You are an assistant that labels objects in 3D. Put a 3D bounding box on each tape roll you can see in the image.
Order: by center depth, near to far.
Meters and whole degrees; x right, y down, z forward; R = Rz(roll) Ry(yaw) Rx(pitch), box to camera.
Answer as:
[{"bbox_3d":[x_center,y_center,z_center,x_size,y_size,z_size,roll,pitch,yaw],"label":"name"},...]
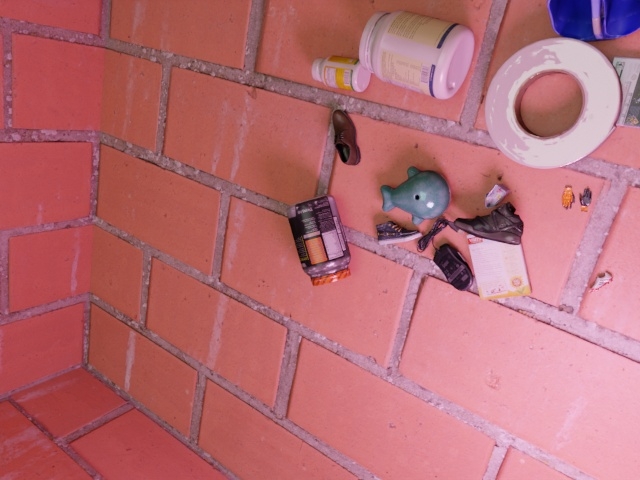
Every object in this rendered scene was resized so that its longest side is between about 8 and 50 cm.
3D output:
[{"bbox_3d":[0.708,-0.416,1.548,0.391,0.072,0.392,8,103,35],"label":"tape roll"}]

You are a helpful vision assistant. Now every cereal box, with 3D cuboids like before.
[{"bbox_3d":[0.617,0.078,1.735,0.172,0.047,0.240,-11,92,33],"label":"cereal box"}]

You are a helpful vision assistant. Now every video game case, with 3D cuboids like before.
[{"bbox_3d":[0.917,-0.426,1.455,0.173,0.022,0.191,18,108,30],"label":"video game case"}]

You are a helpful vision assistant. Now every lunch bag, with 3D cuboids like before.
[{"bbox_3d":[0.590,-0.147,1.693,0.053,0.071,0.083,43,120,21],"label":"lunch bag"}]

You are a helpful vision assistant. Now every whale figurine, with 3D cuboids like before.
[{"bbox_3d":[0.330,-0.159,1.817,0.271,0.141,0.217,0,100,34],"label":"whale figurine"}]

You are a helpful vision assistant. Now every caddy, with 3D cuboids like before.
[{"bbox_3d":[0.748,-0.651,1.345,0.241,0.341,0.179,6,85,32],"label":"caddy"}]

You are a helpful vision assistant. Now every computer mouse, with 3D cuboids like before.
[{"bbox_3d":[0.484,0.042,1.811,0.262,0.060,0.184,49,126,29],"label":"computer mouse"}]

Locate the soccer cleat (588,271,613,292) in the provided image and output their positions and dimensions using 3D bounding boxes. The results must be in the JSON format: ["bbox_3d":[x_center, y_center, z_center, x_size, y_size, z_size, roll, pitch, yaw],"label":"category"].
[{"bbox_3d":[0.881,0.134,1.588,0.083,0.029,0.036,-45,66,28],"label":"soccer cleat"}]

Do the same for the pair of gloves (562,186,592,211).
[{"bbox_3d":[0.811,-0.131,1.589,0.083,0.010,0.074,10,105,30],"label":"pair of gloves"}]

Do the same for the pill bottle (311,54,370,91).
[{"bbox_3d":[0.075,-0.635,1.901,0.208,0.117,0.118,19,109,29],"label":"pill bottle"}]

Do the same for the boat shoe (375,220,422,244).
[{"bbox_3d":[0.292,-0.036,1.912,0.183,0.065,0.083,-10,95,35],"label":"boat shoe"}]

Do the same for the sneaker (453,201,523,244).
[{"bbox_3d":[0.566,-0.069,1.680,0.227,0.087,0.130,14,84,35],"label":"sneaker"}]

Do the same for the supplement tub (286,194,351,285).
[{"bbox_3d":[0.000,0.000,2.025,0.207,0.207,0.338,-15,91,34],"label":"supplement tub"}]

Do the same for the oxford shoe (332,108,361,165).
[{"bbox_3d":[0.090,-0.403,1.953,0.082,0.096,0.227,-20,87,36],"label":"oxford shoe"}]

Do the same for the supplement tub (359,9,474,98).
[{"bbox_3d":[0.317,-0.626,1.675,0.324,0.235,0.236,27,113,26],"label":"supplement tub"}]
